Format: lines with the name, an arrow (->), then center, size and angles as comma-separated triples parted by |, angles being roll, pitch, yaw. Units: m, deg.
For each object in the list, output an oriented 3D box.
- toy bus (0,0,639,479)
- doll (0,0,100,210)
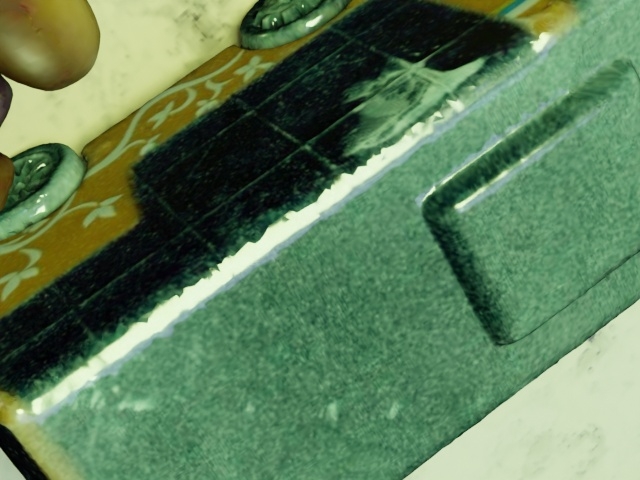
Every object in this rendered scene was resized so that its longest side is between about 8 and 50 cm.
toy bus -> 0.000, 0.000, 0.666 | 0.323, 0.194, 0.162 | -35, 120, -9
doll -> -0.242, -0.055, 0.545 | 0.318, 0.209, 0.340 | 41, 87, 0
